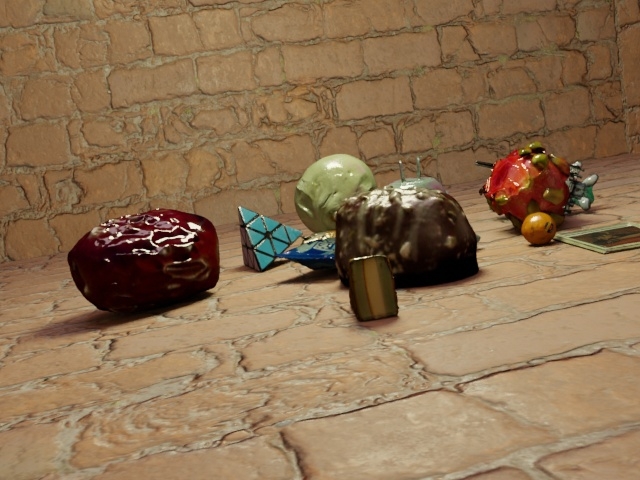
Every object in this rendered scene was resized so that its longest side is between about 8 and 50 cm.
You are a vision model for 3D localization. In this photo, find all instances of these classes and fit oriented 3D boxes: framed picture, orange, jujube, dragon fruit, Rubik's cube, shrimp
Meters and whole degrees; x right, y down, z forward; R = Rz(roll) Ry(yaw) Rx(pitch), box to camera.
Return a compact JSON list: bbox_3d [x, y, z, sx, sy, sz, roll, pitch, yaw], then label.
[{"bbox_3d":[0.691,-0.010,1.629,0.216,0.016,0.273,-9,7,-5],"label":"framed picture"},{"bbox_3d":[0.531,-0.029,1.717,0.083,0.084,0.083,-9,7,1],"label":"orange"},{"bbox_3d":[-0.406,0.050,1.697,0.376,0.258,0.258,-23,15,-40],"label":"jujube"},{"bbox_3d":[0.588,-0.148,1.976,0.227,0.243,0.307,-47,4,13],"label":"dragon fruit"},{"bbox_3d":[-0.178,0.051,2.038,0.211,0.190,0.178,19,36,-16],"label":"Rubik's cube"},{"bbox_3d":[0.031,-0.002,2.163,0.185,0.068,0.287,-7,6,-1],"label":"shrimp"}]

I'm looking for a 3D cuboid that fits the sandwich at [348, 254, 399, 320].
[{"bbox_3d":[0.091,0.075,1.317,0.079,0.114,0.163,-9,7,-1],"label":"sandwich"}]

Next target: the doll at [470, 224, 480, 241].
[{"bbox_3d":[0.313,0.004,1.800,0.120,0.075,0.179,22,-37,-37],"label":"doll"}]

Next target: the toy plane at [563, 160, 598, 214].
[{"bbox_3d":[0.700,-0.174,2.128,0.246,0.169,0.078,17,-4,10],"label":"toy plane"}]

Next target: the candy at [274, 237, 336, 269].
[{"bbox_3d":[0.040,0.034,1.828,0.187,0.077,0.331,0,6,33],"label":"candy"}]

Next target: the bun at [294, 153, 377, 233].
[{"bbox_3d":[0.061,-0.124,2.221,0.283,0.283,0.179,-11,39,-16],"label":"bun"}]

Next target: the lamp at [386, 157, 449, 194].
[{"bbox_3d":[0.275,-0.105,2.013,0.247,0.248,0.301,-12,15,-2],"label":"lamp"}]

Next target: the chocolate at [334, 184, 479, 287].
[{"bbox_3d":[0.174,-0.019,1.565,0.340,0.210,0.225,-4,7,33],"label":"chocolate"}]

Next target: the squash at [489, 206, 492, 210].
[{"bbox_3d":[0.711,-0.155,2.407,0.169,0.093,0.252,-14,9,-25],"label":"squash"}]

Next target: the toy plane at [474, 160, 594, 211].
[{"bbox_3d":[0.664,-0.151,2.217,0.381,0.155,0.106,11,2,10],"label":"toy plane"}]
